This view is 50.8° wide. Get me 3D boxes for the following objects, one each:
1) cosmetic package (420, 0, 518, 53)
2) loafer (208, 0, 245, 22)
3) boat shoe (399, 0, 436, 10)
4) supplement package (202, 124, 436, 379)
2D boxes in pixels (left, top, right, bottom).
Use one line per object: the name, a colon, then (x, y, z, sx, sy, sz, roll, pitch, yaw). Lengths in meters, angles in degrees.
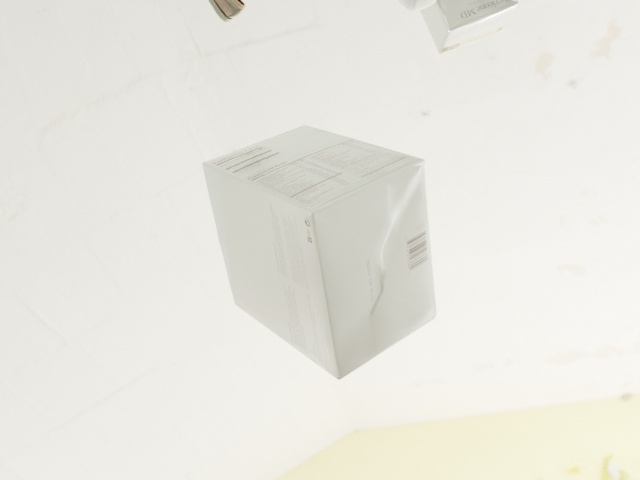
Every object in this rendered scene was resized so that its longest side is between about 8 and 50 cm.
cosmetic package: (0.192, -0.413, 1.012, 0.117, 0.231, 0.085, -22, -11, -5)
loafer: (-0.149, -0.365, 0.928, 0.039, 0.045, 0.125, -22, -63, 26)
boat shoe: (0.108, -0.417, 0.640, 0.156, 0.136, 0.367, -20, -58, -3)
supplement package: (0.000, 0.000, 0.739, 0.149, 0.203, 0.194, -26, -57, -29)
